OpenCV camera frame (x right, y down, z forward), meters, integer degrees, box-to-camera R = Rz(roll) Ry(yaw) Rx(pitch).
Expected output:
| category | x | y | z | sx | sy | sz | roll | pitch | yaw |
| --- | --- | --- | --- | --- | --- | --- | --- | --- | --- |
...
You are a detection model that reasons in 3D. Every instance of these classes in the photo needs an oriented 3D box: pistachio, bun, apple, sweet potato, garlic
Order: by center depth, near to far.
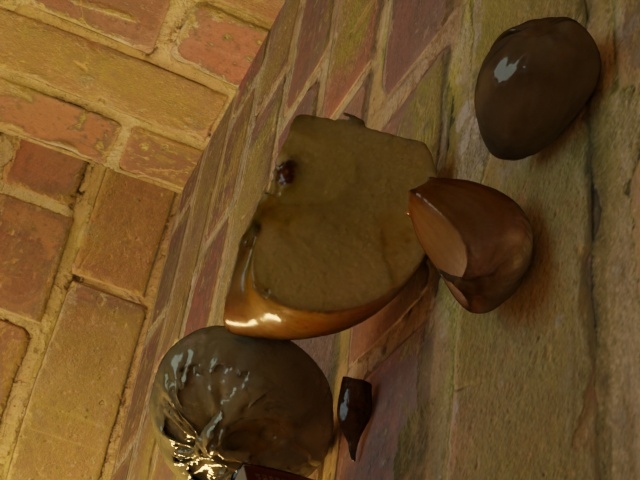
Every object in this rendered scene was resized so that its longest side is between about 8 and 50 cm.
| category | x | y | z | sx | sy | sz | roll | pitch | yaw |
| --- | --- | --- | --- | --- | --- | --- | --- | --- | --- |
| garlic | 0.175 | 0.009 | 1.158 | 0.115 | 0.128 | 0.206 | -26 | 29 | 3 |
| pistachio | 0.232 | -0.166 | 1.171 | 0.185 | 0.124 | 0.124 | 101 | 175 | -48 |
| sweet potato | 0.047 | 0.242 | 1.458 | 0.049 | 0.049 | 0.117 | 142 | 134 | -64 |
| apple | 0.000 | 0.000 | 1.474 | 0.314 | 0.252 | 0.309 | -12 | 54 | 44 |
| bun | -0.115 | 0.264 | 1.529 | 0.146 | 0.287 | 0.287 | -87 | 21 | -64 |

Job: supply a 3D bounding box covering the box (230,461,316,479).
| category | x | y | z | sx | sy | sz | roll | pitch | yaw |
| --- | --- | --- | --- | --- | --- | --- | --- | --- | --- |
| box | -0.084 | 0.535 | 1.355 | 0.344 | 0.122 | 0.385 | -67 | 20 | 15 |
